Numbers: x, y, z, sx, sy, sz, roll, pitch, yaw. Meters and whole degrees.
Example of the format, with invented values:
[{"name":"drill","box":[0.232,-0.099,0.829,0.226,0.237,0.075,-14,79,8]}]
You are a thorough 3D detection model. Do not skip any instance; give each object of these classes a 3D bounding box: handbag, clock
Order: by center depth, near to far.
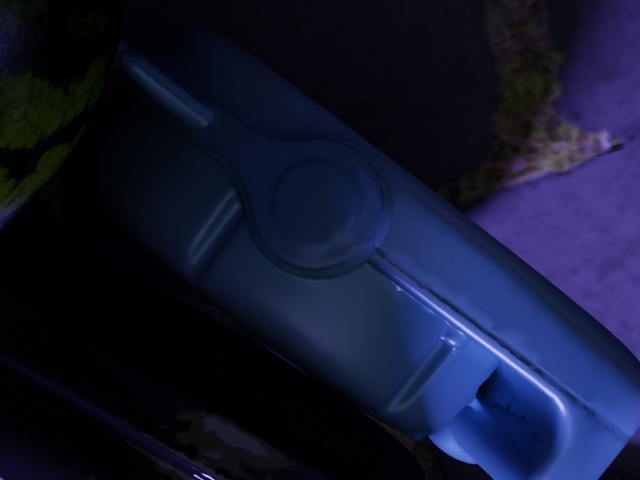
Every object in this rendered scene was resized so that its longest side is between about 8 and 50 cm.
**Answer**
[{"name":"clock","box":[0.000,0.000,0.806,0.274,0.223,0.094,35,92,-22]},{"name":"handbag","box":[-0.078,0.084,0.811,0.253,0.308,0.093,28,81,2]}]

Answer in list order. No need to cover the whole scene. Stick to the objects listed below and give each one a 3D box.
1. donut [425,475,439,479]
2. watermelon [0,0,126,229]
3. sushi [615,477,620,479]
[{"name":"donut","box":[0.002,0.211,1.019,0.233,0.085,0.199,-39,121,14]},{"name":"watermelon","box":[-0.211,-0.110,0.660,0.285,0.285,0.285,-5,122,-8]},{"name":"sushi","box":[0.182,0.198,1.084,0.120,0.026,0.126,27,109,-22]}]
